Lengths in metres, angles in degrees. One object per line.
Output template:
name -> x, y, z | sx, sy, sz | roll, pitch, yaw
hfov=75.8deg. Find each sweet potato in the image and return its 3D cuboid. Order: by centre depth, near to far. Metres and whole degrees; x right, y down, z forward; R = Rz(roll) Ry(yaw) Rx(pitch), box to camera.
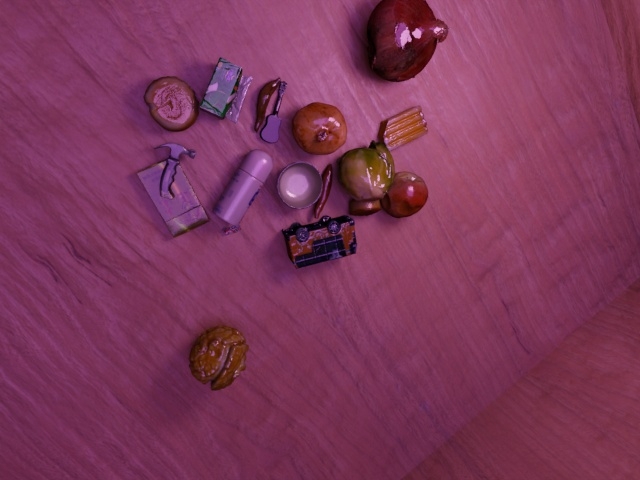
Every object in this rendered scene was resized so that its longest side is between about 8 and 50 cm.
sweet potato -> -0.245, -0.589, 1.759 | 0.069, 0.059, 0.250 | 12, 103, -57
sweet potato -> 0.018, -0.230, 1.921 | 0.057, 0.057, 0.265 | 11, 93, -19

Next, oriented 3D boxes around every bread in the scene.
bread -> -0.587, -0.544, 1.641 | 0.213, 0.105, 0.214 | -2, 101, -12
bread -> 0.216, -0.163, 1.968 | 0.155, 0.125, 0.086 | -9, 87, -11

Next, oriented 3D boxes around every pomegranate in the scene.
pomegranate -> -0.003, -0.478, 1.768 | 0.247, 0.248, 0.249 | -4, 104, -16

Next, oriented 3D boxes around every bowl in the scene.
bowl -> -0.103, -0.253, 1.853 | 0.211, 0.112, 0.212 | -4, 104, -17

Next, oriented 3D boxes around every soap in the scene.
soap -> 0.387, -0.531, 1.957 | 0.231, 0.073, 0.140 | -27, 107, -9

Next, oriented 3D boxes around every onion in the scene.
onion -> 0.348, -0.859, 1.767 | 0.353, 0.353, 0.354 | -4, 104, -16

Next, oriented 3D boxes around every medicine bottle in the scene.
medicine bottle -> -0.327, -0.237, 1.779 | 0.130, 0.130, 0.341 | 31, 92, -21

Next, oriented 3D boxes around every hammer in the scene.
hammer -> -0.614, -0.285, 1.682 | 0.158, 0.041, 0.227 | 14, 97, -20

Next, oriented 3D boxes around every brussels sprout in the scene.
brussels sprout -> 0.210, -0.314, 1.880 | 0.259, 0.227, 0.295 | -3, 74, -7

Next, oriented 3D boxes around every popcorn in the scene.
popcorn -> -0.450, 0.513, 1.846 | 0.281, 0.247, 0.283 | -2, 81, 15

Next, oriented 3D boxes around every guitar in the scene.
guitar -> -0.193, -0.562, 1.793 | 0.083, 0.038, 0.272 | 14, 98, -21

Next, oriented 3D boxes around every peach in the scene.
peach -> 0.395, -0.211, 1.977 | 0.214, 0.214, 0.236 | 14, 132, -19

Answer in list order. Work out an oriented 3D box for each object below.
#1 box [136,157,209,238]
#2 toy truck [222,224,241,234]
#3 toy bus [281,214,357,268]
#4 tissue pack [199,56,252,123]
box -> -0.621, -0.183, 1.747 | 0.172, 0.043, 0.312 | -27, 109, -10
toy truck -> -0.401, -0.048, 1.856 | 0.083, 0.024, 0.032 | -20, 85, -14
toy bus -> 0.000, 0.000, 1.920 | 0.323, 0.162, 0.194 | -13, 106, -12
tissue pack -> -0.378, -0.598, 1.668 | 0.156, 0.148, 0.209 | 22, 95, -19
